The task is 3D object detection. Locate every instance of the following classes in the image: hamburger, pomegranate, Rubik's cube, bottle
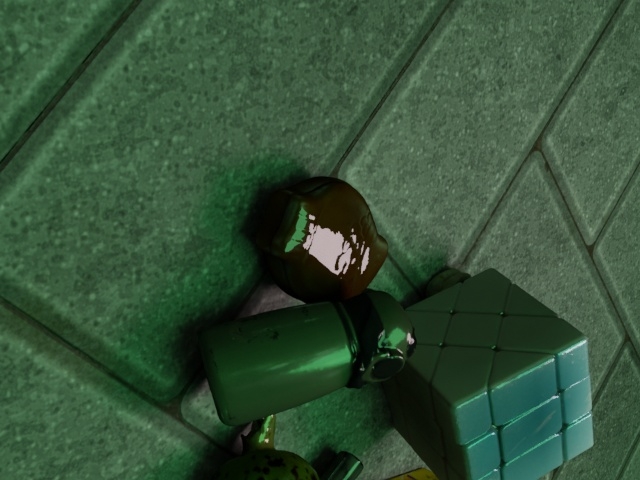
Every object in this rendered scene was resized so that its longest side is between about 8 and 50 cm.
[{"bbox_3d":[0.294,0.130,1.852,0.133,0.062,0.140,-44,134,-19],"label":"hamburger"},{"bbox_3d":[-0.104,0.432,1.468,0.211,0.211,0.262,10,63,-47],"label":"pomegranate"},{"bbox_3d":[0.334,0.300,1.712,0.322,0.319,0.315,-23,123,-17],"label":"Rubik's cube"},{"bbox_3d":[-0.017,0.182,1.366,0.347,0.168,0.168,-15,119,-7],"label":"bottle"}]

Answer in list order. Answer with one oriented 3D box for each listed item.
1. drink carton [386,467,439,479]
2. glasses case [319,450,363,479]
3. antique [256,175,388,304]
[{"bbox_3d":[0.172,0.613,1.830,0.351,0.155,0.111,0,104,-46],"label":"drink carton"},{"bbox_3d":[-0.028,0.556,1.653,0.299,0.060,0.114,-48,173,-23],"label":"glasses case"},{"bbox_3d":[0.000,0.000,1.449,0.278,0.129,0.223,16,93,-48],"label":"antique"}]
